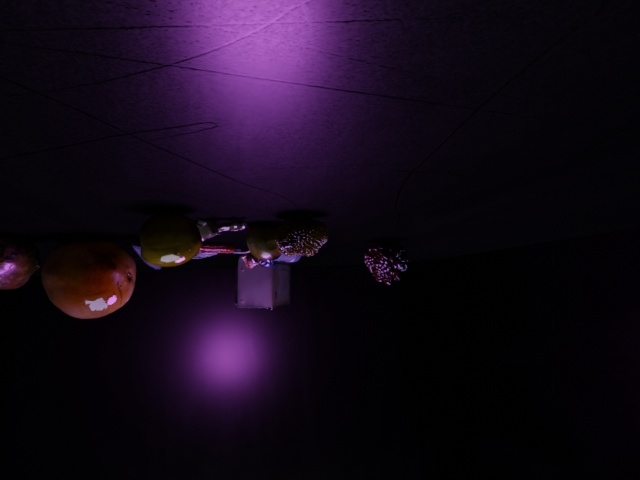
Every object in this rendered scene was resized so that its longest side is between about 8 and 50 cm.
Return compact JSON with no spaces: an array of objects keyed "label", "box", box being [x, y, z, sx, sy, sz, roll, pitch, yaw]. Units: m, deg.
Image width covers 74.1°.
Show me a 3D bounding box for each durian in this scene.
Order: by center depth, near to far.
[{"label":"durian","box":[-0.066,-0.011,1.304,0.158,0.136,0.168,-35,164,36]}]

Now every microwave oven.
[{"label":"microwave oven","box":[-0.349,0.253,2.608,0.248,0.332,0.394,0,174,11]}]

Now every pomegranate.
[{"label":"pomegranate","box":[-0.836,0.129,1.528,0.320,0.318,0.319,-3,173,0]}]

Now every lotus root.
[{"label":"lotus root","box":[-1.056,0.066,1.426,0.194,0.192,0.291,-2,171,-11]}]

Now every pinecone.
[{"label":"pinecone","box":[0.330,0.091,2.071,0.222,0.221,0.221,-3,173,0]}]

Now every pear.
[{"label":"pear","box":[-0.403,-0.004,1.134,0.162,0.148,0.149,-12,175,-14]}]

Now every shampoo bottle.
[{"label":"shampoo bottle","box":[-0.647,0.049,1.613,0.087,0.049,0.233,1,155,-5]}]

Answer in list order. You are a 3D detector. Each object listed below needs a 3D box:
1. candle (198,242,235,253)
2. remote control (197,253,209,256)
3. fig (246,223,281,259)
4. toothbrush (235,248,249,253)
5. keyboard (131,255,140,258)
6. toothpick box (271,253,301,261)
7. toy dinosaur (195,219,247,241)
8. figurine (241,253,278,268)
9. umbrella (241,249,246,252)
[{"label":"candle","box":[-0.516,0.032,1.808,0.330,0.048,0.051,4,-166,-40]},{"label":"remote control","box":[-0.563,0.057,2.011,0.087,0.047,0.244,-2,174,-37]},{"label":"fig","box":[-0.181,0.008,1.436,0.136,0.120,0.153,-10,171,20]},{"label":"toothbrush","box":[-0.316,0.045,2.091,0.270,0.027,0.021,-5,-178,19]},{"label":"keyboard","box":[-0.715,0.063,1.767,0.382,0.041,0.103,4,-179,6]},{"label":"toothpick box","box":[-0.158,0.041,1.817,0.101,0.101,0.153,-6,172,27]},{"label":"toy dinosaur","box":[-0.353,-0.024,1.339,0.200,0.072,0.251,-10,169,-37]},{"label":"figurine","box":[-0.313,0.099,2.265,0.195,0.102,0.111,-9,-155,15]},{"label":"umbrella","box":[-0.422,0.052,2.164,0.122,0.022,0.013,5,-155,37]}]
